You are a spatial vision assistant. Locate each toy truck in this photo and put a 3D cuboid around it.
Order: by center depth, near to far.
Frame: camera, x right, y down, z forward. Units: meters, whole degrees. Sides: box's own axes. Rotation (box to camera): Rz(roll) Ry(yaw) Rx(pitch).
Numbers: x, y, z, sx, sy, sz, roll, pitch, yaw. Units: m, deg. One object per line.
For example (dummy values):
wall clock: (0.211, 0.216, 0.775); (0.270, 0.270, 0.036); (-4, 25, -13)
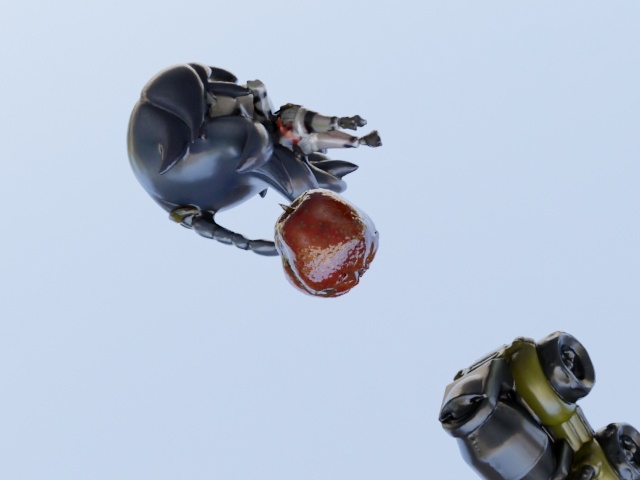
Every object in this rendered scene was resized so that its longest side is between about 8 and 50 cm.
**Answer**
toy truck: (0.213, 0.211, 1.693); (0.147, 0.224, 0.165); (-33, -173, 32)

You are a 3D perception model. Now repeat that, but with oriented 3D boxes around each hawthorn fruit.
hawthorn fruit: (0.000, 0.000, 1.383); (0.093, 0.093, 0.093); (-20, -153, 11)

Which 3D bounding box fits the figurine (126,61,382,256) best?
figurine: (-0.084, -0.096, 1.823); (0.197, 0.175, 0.265); (-41, -139, -20)
